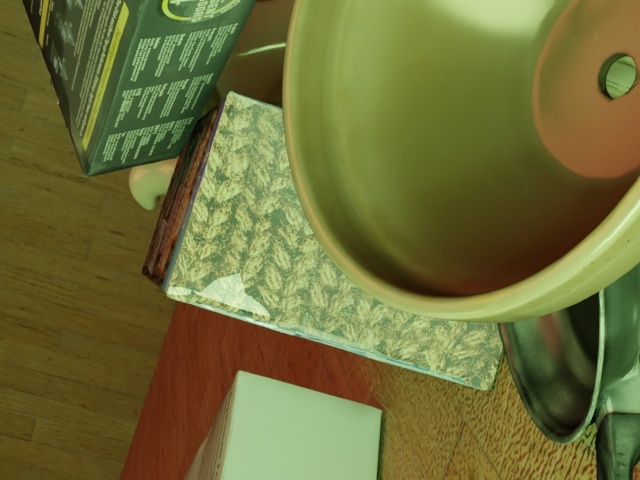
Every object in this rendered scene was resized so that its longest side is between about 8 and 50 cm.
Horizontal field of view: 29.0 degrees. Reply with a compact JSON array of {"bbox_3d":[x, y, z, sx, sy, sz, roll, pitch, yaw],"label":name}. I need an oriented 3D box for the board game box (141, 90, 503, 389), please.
[{"bbox_3d":[0.000,0.000,0.952,0.291,0.232,0.141,-174,101,-78],"label":"board game box"}]

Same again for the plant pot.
[{"bbox_3d":[0.098,-0.080,0.523,0.237,0.110,0.237,-14,72,49],"label":"plant pot"}]

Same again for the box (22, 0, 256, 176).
[{"bbox_3d":[-0.149,-0.268,0.861,0.318,0.097,0.395,69,156,16],"label":"box"}]

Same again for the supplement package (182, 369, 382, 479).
[{"bbox_3d":[-0.052,0.248,1.092,0.244,0.134,0.139,118,165,-47],"label":"supplement package"}]

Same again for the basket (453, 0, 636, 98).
[{"bbox_3d":[0.138,-0.138,0.666,0.103,0.167,0.113,-147,73,-72],"label":"basket"}]

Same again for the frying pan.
[{"bbox_3d":[0.136,0.039,0.608,0.326,0.053,0.197,-110,16,-60],"label":"frying pan"}]

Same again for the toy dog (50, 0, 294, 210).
[{"bbox_3d":[-0.116,-0.206,1.375,0.284,0.408,0.395,-88,18,-51],"label":"toy dog"}]
